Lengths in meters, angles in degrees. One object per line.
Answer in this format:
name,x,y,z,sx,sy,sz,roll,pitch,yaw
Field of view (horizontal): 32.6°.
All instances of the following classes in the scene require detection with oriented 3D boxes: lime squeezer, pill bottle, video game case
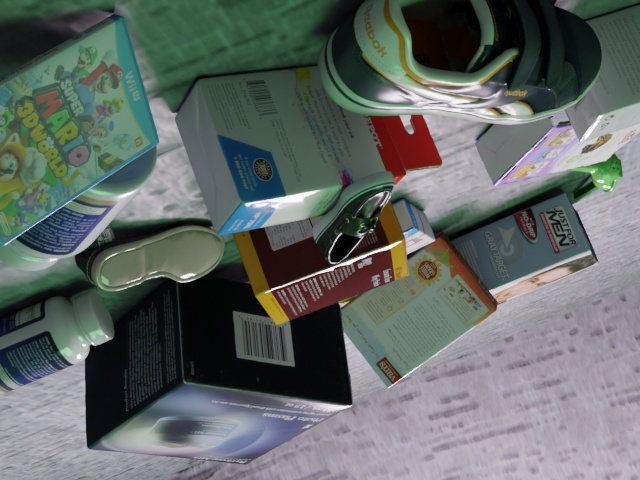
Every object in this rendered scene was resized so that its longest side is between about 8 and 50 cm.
lime squeezer,0.431,-0.100,1.750,0.110,0.059,0.310,-27,163,19
pill bottle,-0.236,-0.048,0.992,0.112,0.112,0.186,-7,158,-40
pill bottle,-0.361,0.128,1.430,0.169,0.094,0.094,-22,164,5
video game case,-0.203,-0.087,0.850,0.166,0.015,0.119,-39,134,-33

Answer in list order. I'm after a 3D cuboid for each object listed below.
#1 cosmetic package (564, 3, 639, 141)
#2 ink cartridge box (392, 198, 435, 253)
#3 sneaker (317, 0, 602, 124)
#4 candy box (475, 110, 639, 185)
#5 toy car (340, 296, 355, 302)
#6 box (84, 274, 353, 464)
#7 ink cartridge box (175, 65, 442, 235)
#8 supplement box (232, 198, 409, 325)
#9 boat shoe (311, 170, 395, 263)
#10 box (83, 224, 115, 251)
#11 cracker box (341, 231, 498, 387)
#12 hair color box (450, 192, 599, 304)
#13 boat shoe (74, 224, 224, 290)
cosmetic package,0.387,-0.207,1.249,0.231,0.117,0.085,-17,164,-10
ink cartridge box,0.111,-0.012,1.641,0.088,0.052,0.122,-26,164,16
sneaker,0.165,-0.182,1.033,0.321,0.126,0.127,-10,166,-30
candy box,0.328,-0.152,1.430,0.196,0.070,0.165,-13,161,-25
toy car,-0.081,0.109,1.788,0.225,0.053,0.239,-29,161,28
box,-0.158,0.205,1.652,0.296,0.183,0.294,14,146,-34
ink cartridge box,-0.009,-0.096,1.077,0.231,0.134,0.078,-11,160,-30
supplement box,0.000,0.000,1.404,0.194,0.129,0.191,-21,164,0
boat shoe,0.036,-0.021,1.057,0.049,0.040,0.142,-12,161,-29
box,-0.270,-0.010,1.237,0.067,0.018,0.083,-19,163,-9
cracker box,0.159,0.117,1.839,0.232,0.156,0.067,-37,-179,14
hair color box,0.291,0.053,1.942,0.374,0.114,0.185,-24,165,14
boat shoe,-0.209,0.014,1.354,0.065,0.075,0.206,21,-158,39
